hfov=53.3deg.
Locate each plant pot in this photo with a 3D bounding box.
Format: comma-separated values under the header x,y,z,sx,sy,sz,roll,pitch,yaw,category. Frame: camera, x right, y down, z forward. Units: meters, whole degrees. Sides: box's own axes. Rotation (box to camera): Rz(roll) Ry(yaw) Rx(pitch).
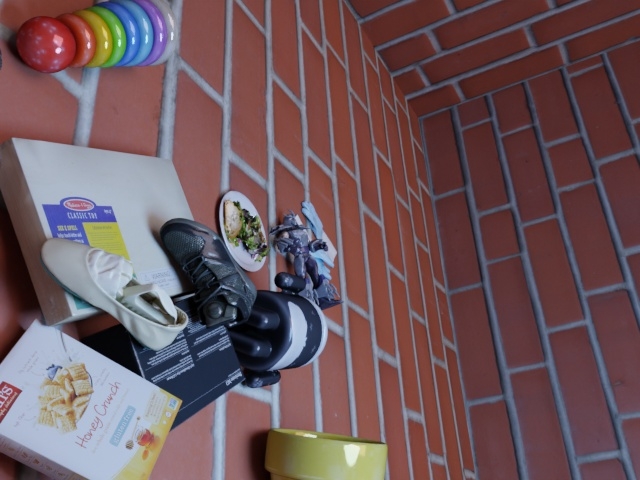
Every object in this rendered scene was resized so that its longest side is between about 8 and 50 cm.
x,y,z,sx,sy,sz,roll,pitch,yaw,category
0.001,0.525,1.317,0.254,0.254,0.238,30,64,-59,plant pot

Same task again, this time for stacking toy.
x,y,z,sx,sy,sz,roll,pitch,yaw,category
-0.398,-0.366,1.135,0.141,0.141,0.330,68,27,-13,stacking toy

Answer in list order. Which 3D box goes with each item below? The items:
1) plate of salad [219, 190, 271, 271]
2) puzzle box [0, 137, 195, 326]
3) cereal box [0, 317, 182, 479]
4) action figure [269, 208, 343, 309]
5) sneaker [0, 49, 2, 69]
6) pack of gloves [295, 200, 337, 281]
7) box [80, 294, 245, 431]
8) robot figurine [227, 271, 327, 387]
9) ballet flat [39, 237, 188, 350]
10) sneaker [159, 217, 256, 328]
x,y,z,sx,sy,sz,roll,pitch,yaw,category
-0.173,-0.025,1.511,0.200,0.048,0.199,48,33,-46,plate of salad
-0.336,-0.021,1.069,0.272,0.052,0.409,70,19,5,puzzle box
-0.324,0.231,0.855,0.240,0.047,0.173,34,35,-13,cereal box
-0.042,0.049,1.694,0.185,0.099,0.284,-8,76,-49,action figure
-0.518,-0.291,0.860,0.130,0.109,0.286,16,50,-56,sneaker
0.000,0.000,1.893,0.232,0.046,0.195,61,27,-28,pack of gloves
-0.257,0.206,1.090,0.261,0.103,0.184,-18,87,-67,box
-0.099,0.194,1.379,0.173,0.209,0.278,58,18,21,robot figurine
-0.281,0.068,0.913,0.248,0.086,0.086,50,32,-39,ballet flat
-0.196,0.065,1.109,0.227,0.087,0.130,55,15,-25,sneaker
